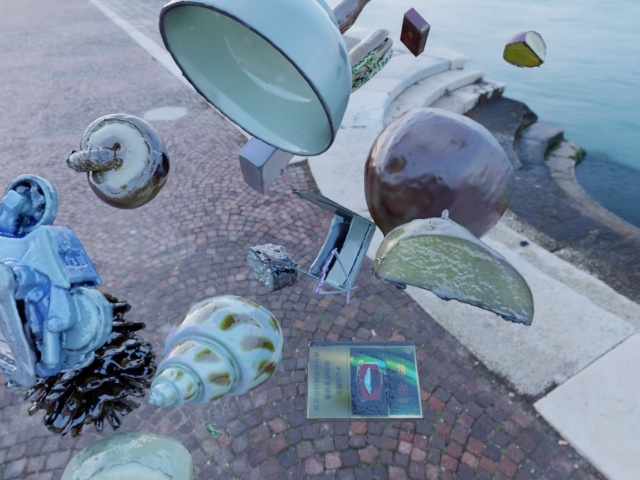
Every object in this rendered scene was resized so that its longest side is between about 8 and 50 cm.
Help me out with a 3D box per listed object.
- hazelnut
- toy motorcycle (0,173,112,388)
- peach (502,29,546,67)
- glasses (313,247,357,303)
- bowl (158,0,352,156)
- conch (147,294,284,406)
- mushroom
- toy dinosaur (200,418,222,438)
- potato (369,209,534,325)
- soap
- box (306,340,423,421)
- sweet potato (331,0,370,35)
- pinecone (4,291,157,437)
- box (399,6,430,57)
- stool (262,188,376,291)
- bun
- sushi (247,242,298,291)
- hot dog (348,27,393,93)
[{"bbox_3d":[0.312,-0.155,1.163,0.421,0.421,0.353,-27,13,-30],"label":"hazelnut"},{"bbox_3d":[-0.483,0.072,0.668,0.241,0.182,0.319,-26,82,-17],"label":"toy motorcycle"},{"bbox_3d":[0.416,-0.388,0.851,0.083,0.077,0.050,18,76,14],"label":"peach"},{"bbox_3d":[0.050,0.097,1.024,0.104,0.062,0.140,30,47,-3],"label":"glasses"},{"bbox_3d":[-0.083,-0.333,0.757,0.354,0.354,0.185,23,74,31],"label":"bowl"},{"bbox_3d":[-0.212,0.248,0.920,0.368,0.249,0.197,-23,16,-36],"label":"conch"},{"bbox_3d":[-0.602,-0.237,1.282,0.278,0.163,0.297,-11,79,-19],"label":"mushroom"},{"bbox_3d":[-0.363,0.608,1.377,0.119,0.060,0.029,26,67,42],"label":"toy dinosaur"},{"bbox_3d":[0.152,0.016,0.468,0.172,0.089,0.100,17,13,10],"label":"potato"},{"bbox_3d":[-0.161,-0.338,1.522,0.107,0.285,0.296,35,76,2],"label":"soap"},{"bbox_3d":[0.089,0.304,0.908,0.240,0.071,0.159,0,58,-2],"label":"box"},{"bbox_3d":[0.049,-0.501,0.945,0.255,0.058,0.078,-41,17,12],"label":"sweet potato"},{"bbox_3d":[-0.502,0.272,0.902,0.298,0.296,0.242,-33,4,21],"label":"pinecone"},{"bbox_3d":[0.176,-0.388,0.792,0.023,0.082,0.051,-40,81,-1],"label":"box"},{"bbox_3d":[0.000,0.000,1.359,0.269,0.243,0.170,26,-5,-25],"label":"stool"},{"bbox_3d":[-0.387,0.487,0.860,0.259,0.259,0.152,-9,21,-9],"label":"bun"},{"bbox_3d":[-0.174,0.094,1.553,0.127,0.124,0.225,-17,34,-32],"label":"sushi"},{"bbox_3d":[0.156,-0.622,1.489,0.100,0.135,0.337,27,61,30],"label":"hot dog"}]
